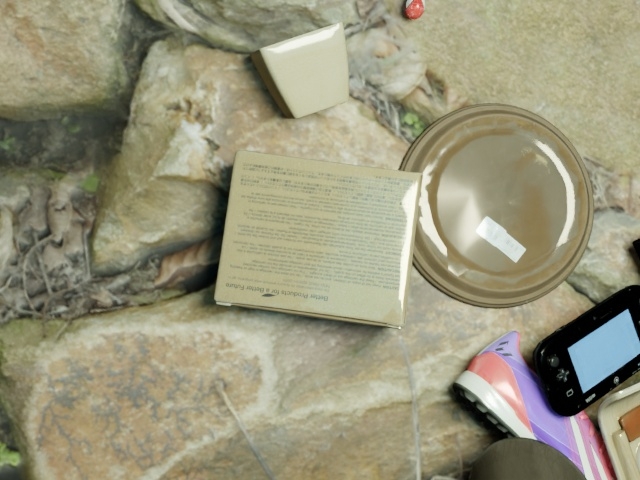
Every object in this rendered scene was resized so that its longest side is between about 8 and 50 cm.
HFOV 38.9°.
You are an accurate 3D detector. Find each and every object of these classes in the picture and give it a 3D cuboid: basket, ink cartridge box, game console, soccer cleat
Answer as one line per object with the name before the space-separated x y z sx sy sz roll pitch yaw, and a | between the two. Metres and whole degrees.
basket | 0.243 0.350 1.004 0.154 0.227 0.204 -25 92 12
ink cartridge box | 0.000 0.000 1.129 0.235 0.088 0.193 8 85 3
game console | 0.423 0.117 1.170 0.361 0.044 0.213 -27 93 -24
soccer cleat | 0.318 0.254 1.163 0.318 0.108 0.116 42 78 0

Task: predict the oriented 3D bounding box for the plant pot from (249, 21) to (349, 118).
plant pot | -0.018 -0.211 1.155 0.109 0.109 0.096 -21 101 -8

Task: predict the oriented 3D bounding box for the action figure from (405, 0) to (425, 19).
action figure | 0.146 -0.432 1.175 0.092 0.139 0.280 9 87 -5

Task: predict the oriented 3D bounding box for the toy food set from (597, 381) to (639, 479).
toy food set | 0.487 0.289 1.107 0.220 0.092 0.306 -19 90 -20

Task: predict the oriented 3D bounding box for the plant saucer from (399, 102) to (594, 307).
plant saucer | 0.237 -0.048 1.204 0.278 0.041 0.277 0 87 -8
